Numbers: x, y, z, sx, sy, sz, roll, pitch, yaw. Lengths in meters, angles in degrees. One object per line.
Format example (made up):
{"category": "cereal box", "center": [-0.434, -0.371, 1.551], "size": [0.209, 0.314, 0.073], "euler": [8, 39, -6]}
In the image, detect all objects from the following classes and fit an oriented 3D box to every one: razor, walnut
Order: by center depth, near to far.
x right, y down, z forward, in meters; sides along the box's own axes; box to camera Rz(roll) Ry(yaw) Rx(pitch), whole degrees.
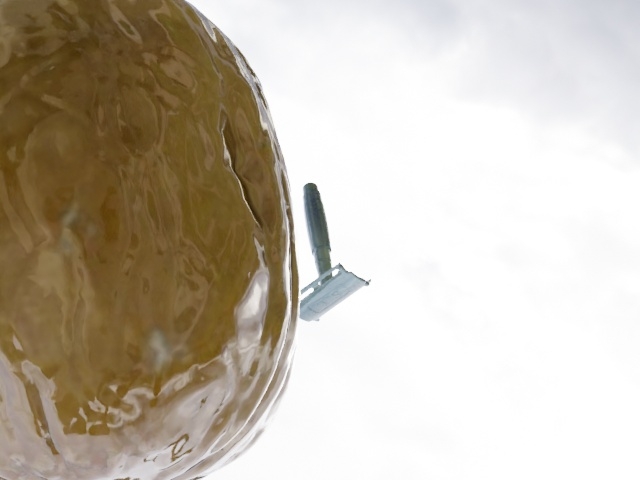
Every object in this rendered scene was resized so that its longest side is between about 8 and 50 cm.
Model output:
{"category": "walnut", "center": [-0.086, -0.001, 0.415], "size": [0.165, 0.165, 0.197], "euler": [-10, -102, -40]}
{"category": "razor", "center": [0.000, 0.000, 0.953], "size": [0.040, 0.068, 0.135], "euler": [33, -147, -36]}
